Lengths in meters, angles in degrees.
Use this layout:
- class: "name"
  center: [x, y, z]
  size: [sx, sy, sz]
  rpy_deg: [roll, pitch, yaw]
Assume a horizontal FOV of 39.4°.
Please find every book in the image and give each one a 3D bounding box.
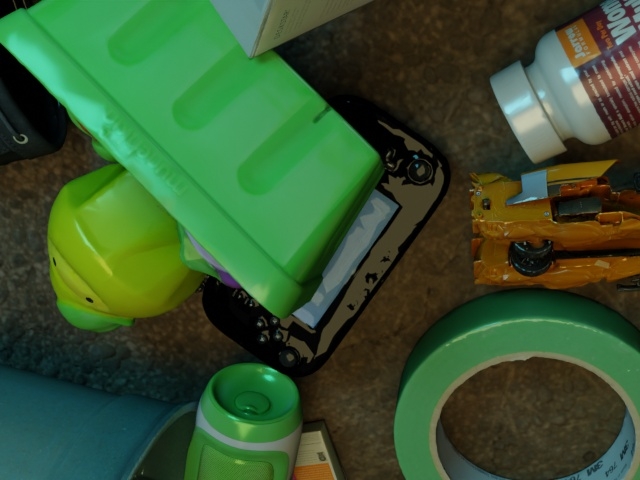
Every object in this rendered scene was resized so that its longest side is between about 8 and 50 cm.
- class: "book"
  center: [-0.020, 0.307, 1.157]
  size: [0.096, 0.035, 0.144]
  rpy_deg: [-12, 110, 18]

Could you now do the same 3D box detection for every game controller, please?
- class: "game controller"
  center: [0.000, 0.000, 0.989]
  size: [0.166, 0.067, 0.319]
  rpy_deg: [32, 108, -6]

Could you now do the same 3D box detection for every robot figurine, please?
- class: "robot figurine"
  center: [0.298, -0.019, 0.901]
  size: [0.291, 0.085, 0.211]
  rpy_deg: [-5, 151, 8]

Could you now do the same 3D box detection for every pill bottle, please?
- class: "pill bottle"
  center: [0.283, -0.166, 0.850]
  size: [0.221, 0.121, 0.121]
  rpy_deg: [-27, 106, 19]

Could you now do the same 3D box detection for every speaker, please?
- class: "speaker"
  center: [-0.100, 0.297, 1.093]
  size: [0.131, 0.131, 0.296]
  rpy_deg: [13, 120, 4]

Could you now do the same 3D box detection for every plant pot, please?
- class: "plant pot"
  center: [-0.354, 0.302, 1.066]
  size: [0.334, 0.341, 0.341]
  rpy_deg: [17, 115, 10]

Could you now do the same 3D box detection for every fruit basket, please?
- class: "fruit basket"
  center: [-0.163, -0.046, 0.885]
  size: [0.392, 0.283, 0.392]
  rpy_deg: [0, 90, 5]

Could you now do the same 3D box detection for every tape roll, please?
- class: "tape roll"
  center: [0.248, 0.215, 1.047]
  size: [0.321, 0.077, 0.321]
  rpy_deg: [4, 114, 8]

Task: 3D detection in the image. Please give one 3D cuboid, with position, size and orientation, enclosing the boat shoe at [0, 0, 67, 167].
- class: "boat shoe"
  center: [-0.357, -0.295, 0.876]
  size: [0.156, 0.187, 0.500]
  rpy_deg: [1, 120, 8]

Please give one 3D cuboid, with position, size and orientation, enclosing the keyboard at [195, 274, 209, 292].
- class: "keyboard"
  center: [-0.167, 0.021, 1.063]
  size: [0.180, 0.023, 0.108]
  rpy_deg: [10, 115, 6]

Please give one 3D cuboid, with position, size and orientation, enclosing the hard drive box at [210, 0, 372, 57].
- class: "hard drive box"
  center: [0.030, -0.270, 0.730]
  size: [0.089, 0.232, 0.181]
  rpy_deg: [56, 156, 8]
